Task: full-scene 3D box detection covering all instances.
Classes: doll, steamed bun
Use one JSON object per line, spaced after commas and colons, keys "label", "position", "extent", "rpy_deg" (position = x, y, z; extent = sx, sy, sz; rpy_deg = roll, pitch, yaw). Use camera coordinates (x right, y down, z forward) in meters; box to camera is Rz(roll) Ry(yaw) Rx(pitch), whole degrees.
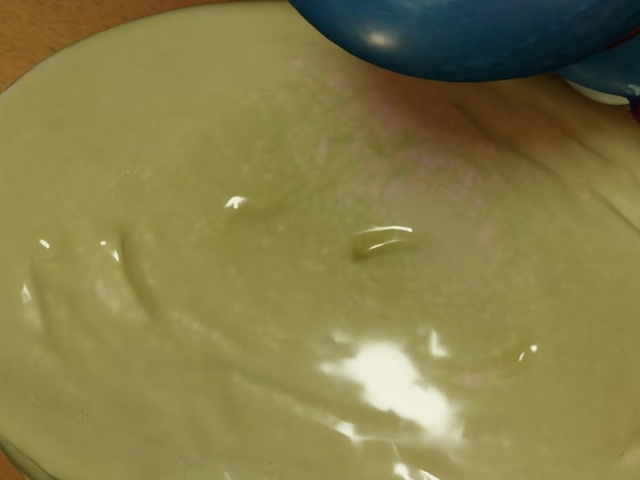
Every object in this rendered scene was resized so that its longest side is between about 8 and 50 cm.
{"label": "doll", "position": [0.088, -0.126, 0.701], "extent": [0.215, 0.161, 0.257], "rpy_deg": [-10, 164, 30]}
{"label": "steamed bun", "position": [0.055, 0.059, 0.934], "extent": [0.456, 0.290, 0.371], "rpy_deg": [26, 167, 6]}
